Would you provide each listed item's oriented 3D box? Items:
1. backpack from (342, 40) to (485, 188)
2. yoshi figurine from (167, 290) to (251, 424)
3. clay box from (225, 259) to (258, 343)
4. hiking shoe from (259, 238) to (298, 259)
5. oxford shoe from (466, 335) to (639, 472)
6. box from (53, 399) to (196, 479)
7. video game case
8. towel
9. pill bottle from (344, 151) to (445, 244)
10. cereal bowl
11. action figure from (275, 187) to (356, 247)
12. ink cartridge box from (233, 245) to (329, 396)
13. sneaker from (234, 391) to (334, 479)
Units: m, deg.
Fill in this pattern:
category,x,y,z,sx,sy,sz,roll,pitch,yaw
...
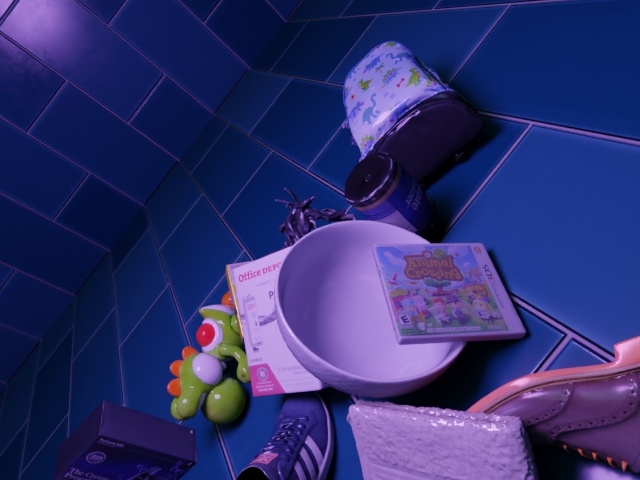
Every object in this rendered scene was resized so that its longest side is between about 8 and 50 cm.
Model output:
category,x,y,z,sx,sy,sz,roll,pitch,yaw
backpack,0.195,-0.321,1.118,0.290,0.273,0.356,-40,24,30
yoshi figurine,-0.228,0.302,1.147,0.202,0.204,0.362,15,49,12
clay box,-0.150,0.158,1.125,0.053,0.127,0.222,119,138,-59
hiking shoe,-0.106,0.077,1.228,0.227,0.086,0.114,-45,32,10
oxford shoe,0.327,0.224,0.559,0.363,0.130,0.133,-37,51,33
box,-0.464,0.518,1.104,0.184,0.261,0.103,-46,35,10
video game case,0.209,0.081,0.765,0.023,0.212,0.193,100,165,-46
towel,0.163,0.324,0.634,0.282,0.049,0.187,-14,92,44
pill bottle,0.158,-0.069,0.928,0.122,0.219,0.123,-30,41,30
cereal bowl,0.085,0.128,0.812,0.141,0.338,0.339,99,172,-46
action figure,0.000,0.000,1.074,0.164,0.140,0.276,-40,71,38
ink cartridge box,-0.064,0.169,0.966,0.207,0.117,0.283,-21,76,39
sneaker,-0.070,0.393,0.800,0.131,0.148,0.350,-20,31,21
